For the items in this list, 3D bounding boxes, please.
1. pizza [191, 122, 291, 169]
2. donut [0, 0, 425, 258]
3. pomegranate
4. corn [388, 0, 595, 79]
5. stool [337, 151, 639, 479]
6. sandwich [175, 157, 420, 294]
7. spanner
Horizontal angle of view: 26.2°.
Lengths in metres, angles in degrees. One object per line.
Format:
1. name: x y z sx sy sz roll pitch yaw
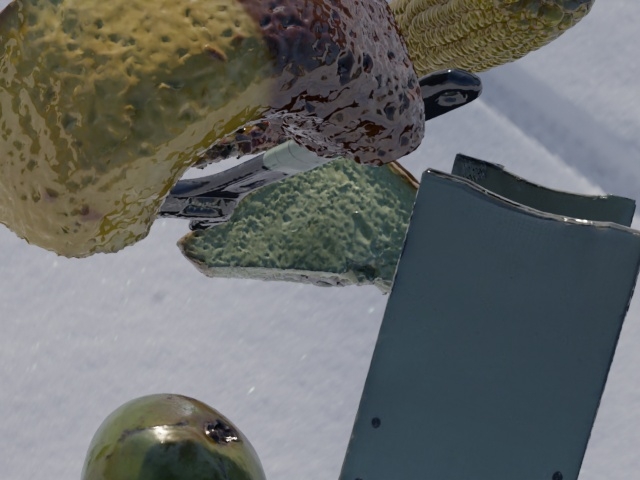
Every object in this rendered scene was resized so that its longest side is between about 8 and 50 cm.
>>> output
1. pizza: -0.066 -0.138 1.190 0.193 0.053 0.201 16 50 -48
2. donut: -0.044 -0.090 0.699 0.295 0.151 0.112 -21 60 -32
3. pomegranate: -0.145 0.253 1.291 0.179 0.179 0.211 13 96 -12
4. corn: 0.122 -0.187 1.142 0.106 0.305 0.106 3 81 -22
5. stool: 0.138 0.084 1.082 0.170 0.243 0.270 16 100 9
6. sandwich: 0.000 -0.001 1.746 0.288 0.099 0.254 -41 90 -6
7. spanner: -0.017 -0.055 0.928 0.087 0.315 0.024 19 61 -44
